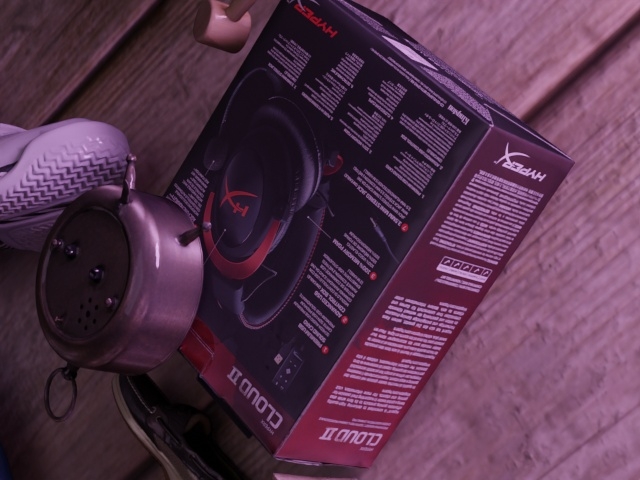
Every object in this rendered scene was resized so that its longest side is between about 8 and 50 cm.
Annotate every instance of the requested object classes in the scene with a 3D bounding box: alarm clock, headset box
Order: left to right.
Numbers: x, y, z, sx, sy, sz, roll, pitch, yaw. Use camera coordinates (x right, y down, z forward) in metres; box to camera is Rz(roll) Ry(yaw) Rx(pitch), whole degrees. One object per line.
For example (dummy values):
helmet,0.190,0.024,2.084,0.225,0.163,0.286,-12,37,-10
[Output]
alarm clock,-0.153,0.044,1.084,0.129,0.064,0.192,39,110,41
headset box,0.000,0.000,1.074,0.218,0.110,0.293,43,107,38

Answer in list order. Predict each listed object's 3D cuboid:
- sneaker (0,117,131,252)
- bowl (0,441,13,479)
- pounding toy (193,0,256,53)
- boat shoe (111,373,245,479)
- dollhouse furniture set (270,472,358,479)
sneaker,-0.312,-0.082,1.330,0.365,0.137,0.210,-23,68,37
bowl,-0.436,0.255,1.297,0.391,0.077,0.391,-4,72,12
pounding toy,-0.016,-0.227,1.136,0.181,0.094,0.206,35,103,56
boat shoe,-0.102,0.148,1.166,0.049,0.056,0.152,-46,64,15
dollhouse furniture set,-0.029,0.320,1.006,0.262,0.135,0.259,-55,52,16
